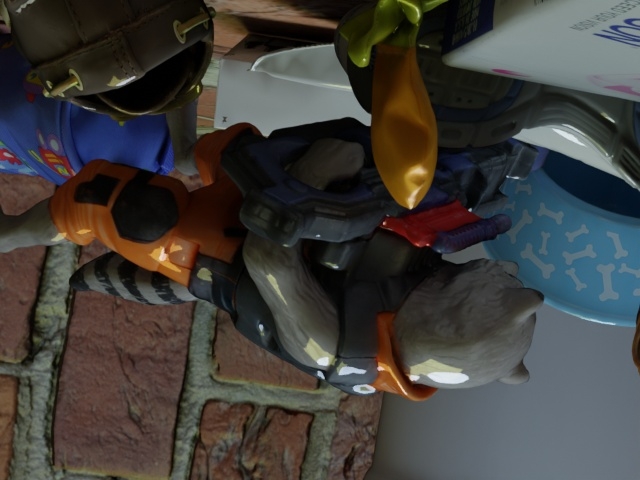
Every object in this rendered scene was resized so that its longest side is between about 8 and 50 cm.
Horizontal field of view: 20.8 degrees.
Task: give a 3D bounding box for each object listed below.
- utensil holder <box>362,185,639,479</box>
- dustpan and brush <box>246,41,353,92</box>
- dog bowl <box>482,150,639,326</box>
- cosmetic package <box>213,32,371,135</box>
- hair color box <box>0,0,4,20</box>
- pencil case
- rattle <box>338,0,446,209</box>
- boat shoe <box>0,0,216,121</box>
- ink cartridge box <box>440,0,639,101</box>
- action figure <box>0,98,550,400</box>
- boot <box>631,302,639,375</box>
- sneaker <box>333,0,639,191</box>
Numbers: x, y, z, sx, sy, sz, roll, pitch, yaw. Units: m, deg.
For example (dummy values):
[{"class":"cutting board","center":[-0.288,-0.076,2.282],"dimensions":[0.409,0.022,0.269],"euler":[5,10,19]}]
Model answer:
[{"class":"utensil holder","center":[0.227,0.083,1.603],"dimensions":[0.328,0.385,0.327],"euler":[9,178,0]},{"class":"dustpan and brush","center":[0.076,-0.123,1.148],"dimensions":[0.211,0.060,0.147],"euler":[16,-165,35]},{"class":"dog bowl","center":[0.255,-0.029,1.222],"dimensions":[0.297,0.074,0.166],"euler":[-9,-142,-29]},{"class":"cosmetic package","center":[0.048,-0.105,1.306],"dimensions":[0.239,0.060,0.099],"euler":[9,-159,7]},{"class":"hair color box","center":[-0.205,-0.169,1.113],"dimensions":[0.072,0.043,0.141],"euler":[8,179,-8]},{"class":"pencil case","center":[-0.222,-0.097,1.330],"dimensions":[0.306,0.119,0.133],"euler":[8,156,48]},{"class":"rattle","center":[-0.028,-0.103,0.822],"dimensions":[0.200,0.142,0.130],"euler":[2,-157,-48]},{"class":"boat shoe","center":[-0.112,-0.115,0.967],"dimensions":[0.117,0.096,0.324],"euler":[-23,179,-4]},{"class":"ink cartridge box","center":[0.244,-0.093,0.785],"dimensions":[0.330,0.071,0.324],"euler":[11,178,-6]},{"class":"action figure","center":[0.000,0.000,1.050],"dimensions":[0.330,0.178,0.341],"euler":[24,-160,33]},{"class":"boot","center":[0.305,-0.001,0.953],"dimensions":[0.283,0.109,0.220],"euler":[-16,-175,23]},{"class":"sneaker","center":[0.145,-0.098,1.028],"dimensions":[0.297,0.111,0.129],"euler":[14,-168,-19]}]
